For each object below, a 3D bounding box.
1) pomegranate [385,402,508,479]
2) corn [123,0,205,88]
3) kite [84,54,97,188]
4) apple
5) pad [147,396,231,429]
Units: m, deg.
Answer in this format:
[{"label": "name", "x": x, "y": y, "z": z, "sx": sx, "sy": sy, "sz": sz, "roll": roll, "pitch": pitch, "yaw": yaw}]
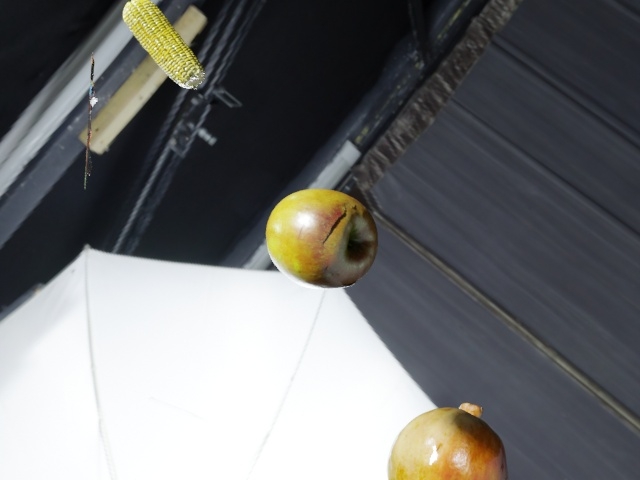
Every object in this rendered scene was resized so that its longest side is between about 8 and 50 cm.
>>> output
[{"label": "pomegranate", "x": 0.270, "y": 0.454, "z": 1.402, "sx": 0.229, "sy": 0.252, "sz": 0.271, "roll": -7, "pitch": 49, "yaw": 53}, {"label": "corn", "x": -0.261, "y": -0.329, "z": 1.147, "sx": 0.063, "sy": 0.165, "sz": 0.085, "roll": -39, "pitch": -1, "yaw": -7}, {"label": "kite", "x": -0.359, "y": -0.204, "z": 1.071, "sx": 0.014, "sy": 0.241, "sz": 0.183, "roll": 2, "pitch": -20, "yaw": -20}, {"label": "apple", "x": -0.001, "y": -0.006, "z": 1.034, "sx": 0.163, "sy": 0.147, "sz": 0.147, "roll": -15, "pitch": -77, "yaw": -46}, {"label": "pad", "x": -0.349, "y": 0.462, "z": 1.814, "sx": 0.004, "sy": 0.232, "sz": 0.156, "roll": -68, "pitch": 11, "yaw": -21}]
